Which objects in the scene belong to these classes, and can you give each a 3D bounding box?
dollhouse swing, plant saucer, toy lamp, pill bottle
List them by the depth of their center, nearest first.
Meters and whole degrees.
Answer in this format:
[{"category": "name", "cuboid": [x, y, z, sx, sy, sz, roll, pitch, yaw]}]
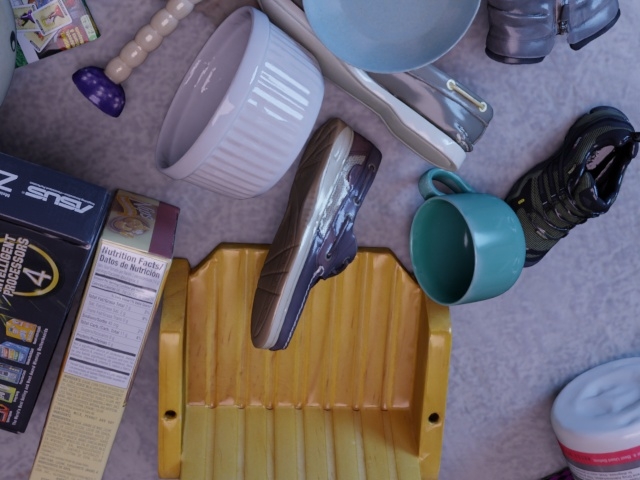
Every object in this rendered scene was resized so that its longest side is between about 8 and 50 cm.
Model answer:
[{"category": "plant saucer", "cuboid": [0.077, -0.272, 1.224, 0.195, 0.037, 0.195, 0, 89, 11]}, {"category": "toy lamp", "cuboid": [-0.162, -0.257, 1.284, 0.080, 0.080, 0.274, 41, 101, -16]}, {"category": "dollhouse swing", "cuboid": [-0.019, 0.203, 1.339, 0.347, 0.305, 0.315, 2, 110, -3]}, {"category": "pill bottle", "cuboid": [0.428, 0.324, 1.475, 0.176, 0.176, 0.318, -23, 109, 5]}]

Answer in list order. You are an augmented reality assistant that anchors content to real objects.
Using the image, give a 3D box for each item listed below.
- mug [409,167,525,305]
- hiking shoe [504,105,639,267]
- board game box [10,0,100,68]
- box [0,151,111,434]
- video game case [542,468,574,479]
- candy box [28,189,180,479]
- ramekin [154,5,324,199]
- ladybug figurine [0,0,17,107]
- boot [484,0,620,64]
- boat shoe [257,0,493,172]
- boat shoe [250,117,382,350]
[{"category": "mug", "cuboid": [0.182, -0.006, 1.368, 0.097, 0.129, 0.157, -7, 102, -31]}, {"category": "hiking shoe", "cuboid": [0.292, -0.055, 1.364, 0.086, 0.114, 0.227, 30, 106, -13]}, {"category": "board game box", "cuboid": [-0.359, -0.323, 1.276, 0.136, 0.030, 0.259, -19, 110, 6]}, {"category": "box", "cuboid": [-0.435, 0.042, 1.278, 0.318, 0.097, 0.395, 21, 136, -10]}, {"category": "video game case", "cuboid": [0.285, 0.444, 1.580, 0.232, 0.042, 0.210, -25, 110, 5]}, {"category": "candy box", "cuboid": [-0.252, 0.118, 1.357, 0.088, 0.183, 0.316, 16, 108, -10]}, {"category": "ramekin", "cuboid": [-0.085, -0.144, 1.269, 0.109, 0.207, 0.207, 28, 106, -23]}, {"category": "ladybug figurine", "cuboid": [-0.479, -0.298, 1.168, 0.449, 0.305, 0.162, 46, 59, -12]}, {"category": "boot", "cuboid": [0.312, -0.346, 1.274, 0.338, 0.118, 0.222, -24, 127, -7]}, {"category": "boat shoe", "cuboid": [0.063, -0.205, 1.306, 0.305, 0.109, 0.091, 39, 82, -8]}, {"category": "boat shoe", "cuboid": [0.000, 0.000, 1.335, 0.092, 0.103, 0.285, 23, 75, -19]}]
